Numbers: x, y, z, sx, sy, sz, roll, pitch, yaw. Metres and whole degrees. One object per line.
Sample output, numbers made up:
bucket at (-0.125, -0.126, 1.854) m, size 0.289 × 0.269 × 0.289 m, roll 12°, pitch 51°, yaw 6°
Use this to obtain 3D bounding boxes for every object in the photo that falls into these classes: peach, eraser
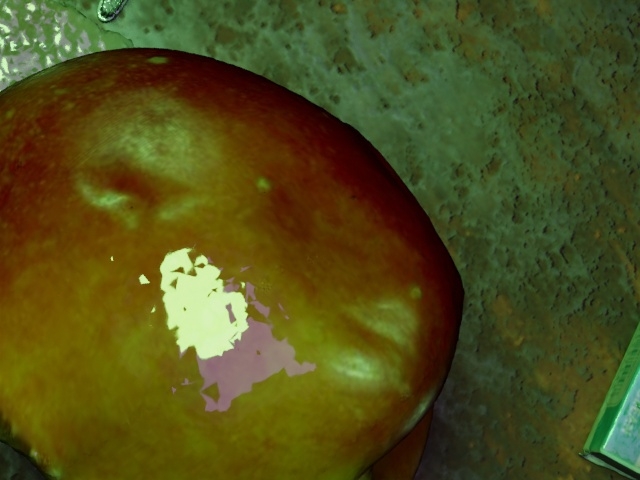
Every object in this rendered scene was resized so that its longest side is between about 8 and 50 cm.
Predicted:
peach at (-0.074, 0.051, 1.202) m, size 0.310 × 0.335 × 0.406 m, roll -42°, pitch 69°, yaw -5°
eraser at (0.299, 0.091, 1.453) m, size 0.095 × 0.052 × 0.225 m, roll 28°, pitch 78°, yaw -7°

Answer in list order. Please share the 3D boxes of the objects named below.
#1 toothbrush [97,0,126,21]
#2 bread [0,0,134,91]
toothbrush at (-0.102, -0.288, 1.418) m, size 0.019 × 0.025 × 0.275 m, roll 31°, pitch 78°, yaw -7°
bread at (-0.306, -0.133, 1.318) m, size 0.337 × 0.102 × 0.183 m, roll 27°, pitch 82°, yaw -11°
